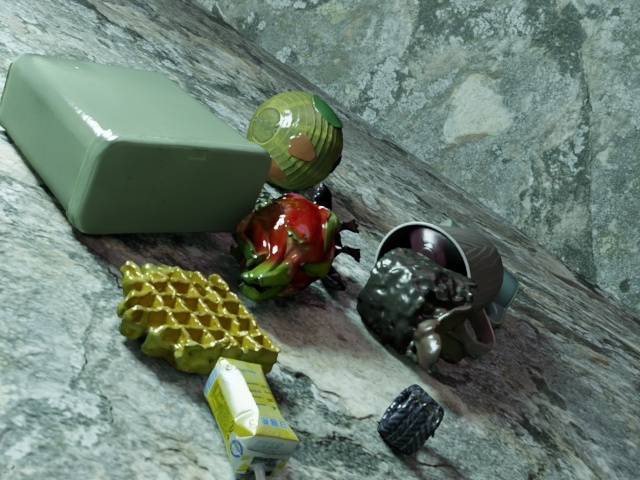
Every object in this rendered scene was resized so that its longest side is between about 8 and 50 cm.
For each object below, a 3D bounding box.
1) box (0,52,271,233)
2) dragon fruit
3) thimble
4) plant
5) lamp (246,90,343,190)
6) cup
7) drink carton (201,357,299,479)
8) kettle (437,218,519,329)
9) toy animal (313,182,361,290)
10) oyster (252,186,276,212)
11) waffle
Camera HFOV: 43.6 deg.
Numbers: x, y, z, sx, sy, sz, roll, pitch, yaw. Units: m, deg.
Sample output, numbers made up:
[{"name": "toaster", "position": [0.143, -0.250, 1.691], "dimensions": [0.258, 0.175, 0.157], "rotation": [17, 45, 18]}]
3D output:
[{"name": "box", "position": [-0.330, -0.169, 1.396], "dimensions": [0.352, 0.177, 0.344], "rotation": [-3, 34, -47]}, {"name": "dragon fruit", "position": [-0.084, 0.018, 1.397], "dimensions": [0.200, 0.198, 0.269], "rotation": [3, 25, 40]}, {"name": "thimble", "position": [0.133, 0.267, 1.190], "dimensions": [0.066, 0.095, 0.104], "rotation": [42, -18, 2]}, {"name": "plant", "position": [0.192, 0.129, 1.504], "dimensions": [0.234, 0.178, 0.204], "rotation": [36, 16, 31]}, {"name": "lamp", "position": [-0.052, -0.240, 2.004], "dimensions": [0.250, 0.250, 0.284], "rotation": [45, 14, 35]}, {"name": "cup", "position": [0.284, 0.091, 1.713], "dimensions": [0.288, 0.208, 0.273], "rotation": [38, 17, 23]}, {"name": "drink carton", "position": [-0.080, 0.229, 0.960], "dimensions": [0.084, 0.074, 0.200], "rotation": [19, 20, -34]}, {"name": "kettle", "position": [0.359, 0.094, 1.962], "dimensions": [0.243, 0.160, 0.210], "rotation": [36, 36, -7]}, {"name": "toy animal", "position": [-0.002, 0.001, 1.608], "dimensions": [0.116, 0.218, 0.179], "rotation": [-6, -9, -27]}, {"name": "oyster", "position": [-0.197, -0.115, 1.623], "dimensions": [0.268, 0.112, 0.198], "rotation": [29, 18, 0]}, {"name": "waffle", "position": [-0.198, 0.102, 1.124], "dimensions": [0.219, 0.057, 0.229], "rotation": [11, 27, -48]}]
